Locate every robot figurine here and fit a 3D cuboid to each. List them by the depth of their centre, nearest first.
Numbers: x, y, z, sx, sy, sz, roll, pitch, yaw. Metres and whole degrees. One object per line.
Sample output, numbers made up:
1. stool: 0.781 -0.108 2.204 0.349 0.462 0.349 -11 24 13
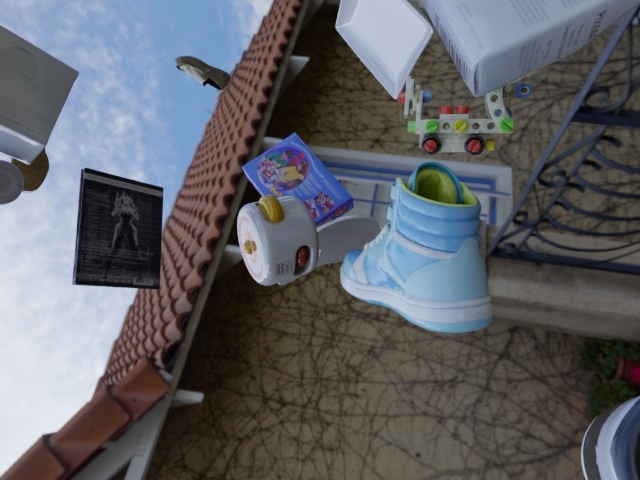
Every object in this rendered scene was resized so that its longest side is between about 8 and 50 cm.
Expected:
1. robot figurine: 0.407 0.261 0.485 0.209 0.173 0.278 -40 -32 -4

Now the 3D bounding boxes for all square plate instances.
1. square plate: 0.191 -0.667 1.347 0.049 0.347 0.344 -36 -7 -14

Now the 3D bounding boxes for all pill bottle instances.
1. pill bottle: -0.813 -0.146 1.034 0.108 0.180 0.107 -29 -56 -56

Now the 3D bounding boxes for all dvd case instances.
1. dvd case: -0.389 -0.018 0.848 0.165 0.018 0.220 12 -109 -49

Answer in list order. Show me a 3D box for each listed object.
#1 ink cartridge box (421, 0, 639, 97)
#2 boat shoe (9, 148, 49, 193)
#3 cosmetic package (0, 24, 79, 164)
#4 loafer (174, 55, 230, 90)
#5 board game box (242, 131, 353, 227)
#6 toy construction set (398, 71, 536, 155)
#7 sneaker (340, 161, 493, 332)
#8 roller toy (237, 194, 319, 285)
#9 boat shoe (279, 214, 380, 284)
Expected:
1. ink cartridge box: 0.328 -0.415 0.588 0.091 0.386 0.307 44 -155 -68
2. boat shoe: -0.916 -0.247 1.357 0.098 0.096 0.276 15 -131 -41
3. cosmetic package: -0.714 -0.332 0.969 0.224 0.138 0.224 29 -125 -39
4. loafer: -0.315 -0.444 1.150 0.056 0.148 0.050 165 117 -69
5. board game box: -0.081 -0.187 1.514 0.233 0.347 0.078 -35 -22 -8
6. toy construction set: 0.338 -0.320 1.059 0.151 0.328 0.214 -26 -61 -56
7. sneaker: 0.124 -0.007 0.636 0.319 0.127 0.207 -166 72 -64
8. roller toy: -0.104 0.000 0.983 0.209 0.147 0.190 -19 86 64
9. boat shoe: 0.000 0.000 1.227 0.158 0.341 0.127 -89 -24 -67
